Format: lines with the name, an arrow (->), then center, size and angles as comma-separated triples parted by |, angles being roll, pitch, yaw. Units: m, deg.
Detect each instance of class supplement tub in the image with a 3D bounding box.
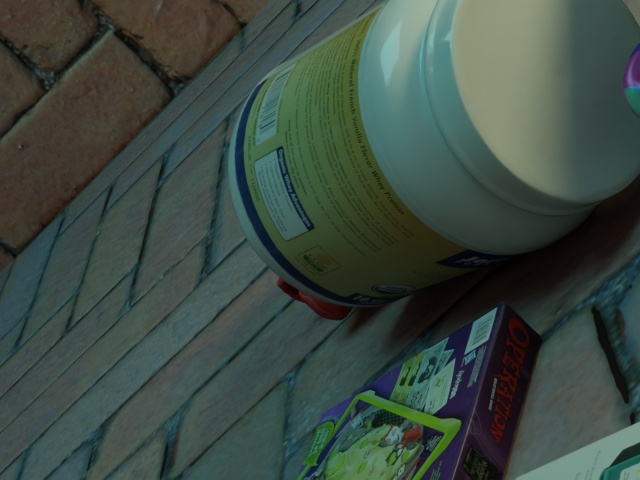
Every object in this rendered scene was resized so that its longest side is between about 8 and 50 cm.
supplement tub -> 0.091, -0.083, 1.350 | 0.316, 0.228, 0.228 | -24, 28, 56

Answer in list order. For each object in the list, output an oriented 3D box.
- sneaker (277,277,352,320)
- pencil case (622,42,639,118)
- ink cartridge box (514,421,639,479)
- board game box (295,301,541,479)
sneaker -> 0.000, 0.000, 1.641 | 0.118, 0.107, 0.279 | -55, 12, 9
pencil case -> 0.306, -0.125, 1.124 | 0.104, 0.104, 0.236 | -56, 16, -27
ink cartridge box -> 0.196, 0.131, 0.721 | 0.231, 0.134, 0.078 | -33, 21, 42
board game box -> 0.033, 0.206, 1.150 | 0.208, 0.056, 0.347 | -31, 22, 37
